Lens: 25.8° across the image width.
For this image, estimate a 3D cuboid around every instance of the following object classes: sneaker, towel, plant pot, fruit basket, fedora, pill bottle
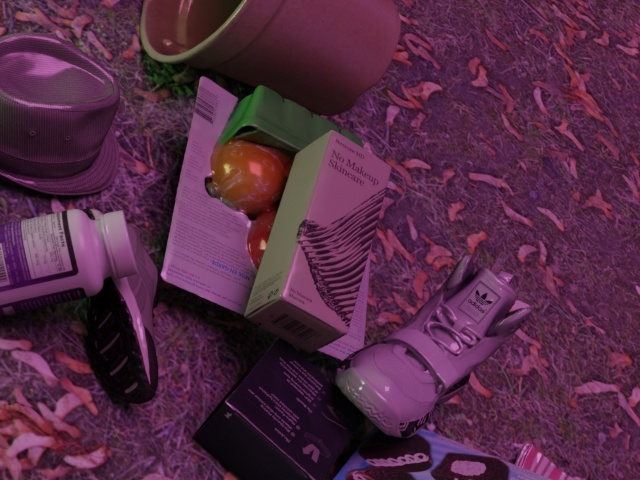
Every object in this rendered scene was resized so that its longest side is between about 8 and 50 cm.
[{"bbox_3d":[0.157,0.132,1.876,0.137,0.210,0.366,42,18,13],"label":"sneaker"},{"bbox_3d":[-0.239,0.079,1.753,0.108,0.100,0.271,11,49,-40],"label":"sneaker"},{"bbox_3d":[0.356,0.399,2.025,0.197,0.029,0.144,36,41,-10],"label":"towel"},{"bbox_3d":[-0.055,-0.355,2.146,0.305,0.334,0.333,28,41,-35],"label":"plant pot"},{"bbox_3d":[-0.065,-0.025,1.965,0.327,0.165,0.353,25,56,-26],"label":"fruit basket"},{"bbox_3d":[-0.366,-0.187,1.854,0.275,0.124,0.243,13,49,-32],"label":"fedora"},{"bbox_3d":[-0.320,0.023,1.657,0.194,0.108,0.108,-12,59,-6],"label":"pill bottle"}]

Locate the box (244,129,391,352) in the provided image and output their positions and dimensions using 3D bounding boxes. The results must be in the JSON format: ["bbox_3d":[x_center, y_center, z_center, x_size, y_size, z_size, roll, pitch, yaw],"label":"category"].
[{"bbox_3d":[0.000,0.000,1.832,0.113,0.094,0.275,30,55,-22],"label":"box"}]

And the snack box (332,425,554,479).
[{"bbox_3d":[0.184,0.346,1.784,0.322,0.060,0.187,19,34,20],"label":"snack box"}]

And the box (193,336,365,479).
[{"bbox_3d":[-0.050,0.234,1.777,0.156,0.093,0.158,42,39,-1],"label":"box"}]
